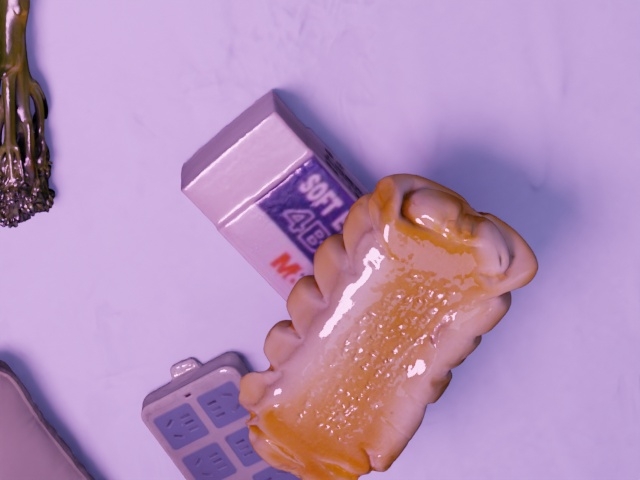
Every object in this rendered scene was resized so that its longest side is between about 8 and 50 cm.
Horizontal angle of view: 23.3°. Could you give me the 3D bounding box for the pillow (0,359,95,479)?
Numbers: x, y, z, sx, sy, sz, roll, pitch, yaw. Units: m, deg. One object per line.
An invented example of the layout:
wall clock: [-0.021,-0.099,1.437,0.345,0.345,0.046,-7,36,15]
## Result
pillow: [-0.341,0.303,1.586,0.255,0.120,0.322,-35,115,-8]

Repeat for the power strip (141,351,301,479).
power strip: [-0.076,0.237,1.624,0.118,0.046,0.270,-29,111,11]

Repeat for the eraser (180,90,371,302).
eraser: [0.000,0.000,1.503,0.124,0.081,0.279,-39,109,13]

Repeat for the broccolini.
broccolini: [-0.296,-0.203,1.433,0.074,0.079,0.392,2,106,9]

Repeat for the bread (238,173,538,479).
bread: [0.046,0.085,1.430,0.173,0.121,0.311,32,107,-12]
